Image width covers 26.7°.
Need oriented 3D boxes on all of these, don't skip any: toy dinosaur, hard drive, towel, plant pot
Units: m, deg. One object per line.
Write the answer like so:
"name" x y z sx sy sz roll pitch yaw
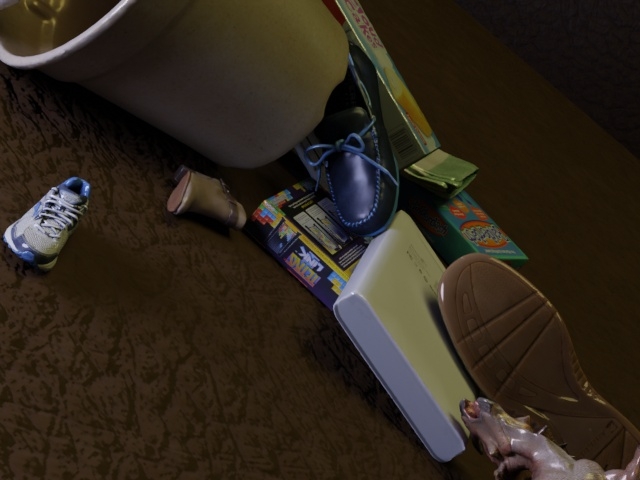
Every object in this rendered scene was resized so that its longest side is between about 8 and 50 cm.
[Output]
"toy dinosaur" 0.238 0.286 1.297 0.127 0.200 0.296 3 71 -26
"hard drive" 0.112 0.096 1.507 0.203 0.040 0.307 55 20 -7
"towel" 0.072 -0.165 1.944 0.325 0.038 0.248 30 16 7
"plant pot" -0.143 -0.248 1.511 0.305 0.334 0.334 39 17 -38

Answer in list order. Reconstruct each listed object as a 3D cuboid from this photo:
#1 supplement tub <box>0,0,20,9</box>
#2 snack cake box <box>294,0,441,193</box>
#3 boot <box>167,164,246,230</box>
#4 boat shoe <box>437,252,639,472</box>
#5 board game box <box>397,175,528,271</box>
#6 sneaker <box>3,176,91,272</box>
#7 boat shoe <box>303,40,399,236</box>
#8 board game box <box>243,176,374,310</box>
"supplement tub" -0.413 -0.416 1.439 0.235 0.235 0.325 19 29 -43
"snack cake box" 0.020 -0.193 1.744 0.264 0.152 0.089 60 22 -1
"boot" -0.119 -0.039 1.454 0.087 0.042 0.118 36 21 -18
"boat shoe" 0.245 0.165 1.540 0.342 0.123 0.123 49 -11 -2
"board game box" 0.188 -0.031 1.951 0.210 0.047 0.160 49 23 23
"sneaker" -0.237 -0.022 1.193 0.052 0.058 0.135 36 22 -11
"boat shoe" 0.024 -0.126 1.600 0.089 0.109 0.258 37 34 -53
"board game box" 0.000 0.000 1.569 0.141 0.048 0.170 44 21 5
